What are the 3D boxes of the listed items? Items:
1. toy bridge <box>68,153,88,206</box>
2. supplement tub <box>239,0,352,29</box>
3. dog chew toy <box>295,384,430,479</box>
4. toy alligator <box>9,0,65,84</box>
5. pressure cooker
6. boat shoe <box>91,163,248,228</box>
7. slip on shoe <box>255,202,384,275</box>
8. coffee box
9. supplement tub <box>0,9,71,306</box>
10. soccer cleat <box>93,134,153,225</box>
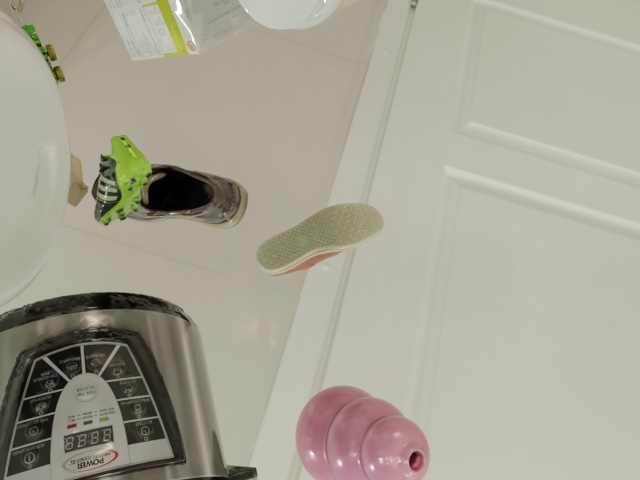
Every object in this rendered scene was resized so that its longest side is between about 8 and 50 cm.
[{"bbox_3d":[-0.390,-0.104,0.743,0.188,0.063,0.026,24,167,39],"label":"toy bridge"},{"bbox_3d":[-0.025,-0.578,1.036,0.228,0.316,0.228,15,130,18],"label":"supplement tub"},{"bbox_3d":[0.086,0.399,0.980,0.207,0.206,0.332,28,159,-20],"label":"dog chew toy"},{"bbox_3d":[-0.494,-0.330,0.863,0.051,0.056,0.189,23,131,60],"label":"toy alligator"},{"bbox_3d":[-0.316,0.329,0.715,0.370,0.420,0.375,-29,149,18],"label":"pressure cooker"},{"bbox_3d":[-0.325,-0.107,1.013,0.355,0.132,0.130,4,169,17],"label":"boat shoe"},{"bbox_3d":[0.000,0.000,1.241,0.331,0.123,0.101,-24,162,-7],"label":"slip on shoe"},{"bbox_3d":[-0.430,-0.780,1.506,0.334,0.337,0.338,9,132,35],"label":"coffee box"},{"bbox_3d":[-0.401,-0.071,0.371,0.331,0.241,0.241,5,150,-1],"label":"supplement tub"},{"bbox_3d":[-0.287,-0.081,0.705,0.179,0.060,0.072,-38,82,46],"label":"soccer cleat"}]
